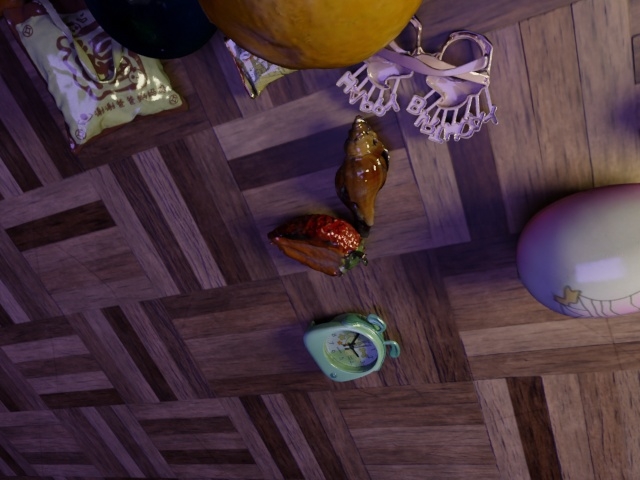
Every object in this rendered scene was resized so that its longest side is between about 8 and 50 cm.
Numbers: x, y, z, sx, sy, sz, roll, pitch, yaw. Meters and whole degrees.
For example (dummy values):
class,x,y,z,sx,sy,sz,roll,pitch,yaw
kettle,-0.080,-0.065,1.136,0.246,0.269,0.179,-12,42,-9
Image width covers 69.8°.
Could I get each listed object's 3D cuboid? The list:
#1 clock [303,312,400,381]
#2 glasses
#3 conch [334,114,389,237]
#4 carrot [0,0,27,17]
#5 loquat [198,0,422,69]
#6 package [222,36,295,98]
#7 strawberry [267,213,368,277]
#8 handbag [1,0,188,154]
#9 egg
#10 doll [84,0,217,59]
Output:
class,x,y,z,sx,sy,sz,roll,pitch,yaw
clock,0.070,0.222,0.979,0.188,0.060,0.148,-20,110,25
glasses,0.150,-0.232,0.680,0.255,0.095,0.162,22,127,7
conch,0.066,-0.098,0.788,0.086,0.080,0.233,22,124,13
carrot,-0.574,-0.420,0.830,0.142,0.035,0.035,-9,116,29
loquat,-0.012,-0.361,0.519,0.328,0.328,0.328,7,120,13
package,-0.091,-0.307,0.747,0.120,0.031,0.108,-23,110,21
strawberry,0.003,0.001,0.859,0.192,0.085,0.140,-5,140,47
handbag,-0.368,-0.294,0.775,0.213,0.127,0.235,-25,108,-13
egg,0.433,0.016,0.674,0.271,0.196,0.196,-3,117,17
doll,-0.238,-0.383,0.618,0.198,0.186,0.322,-3,152,5
